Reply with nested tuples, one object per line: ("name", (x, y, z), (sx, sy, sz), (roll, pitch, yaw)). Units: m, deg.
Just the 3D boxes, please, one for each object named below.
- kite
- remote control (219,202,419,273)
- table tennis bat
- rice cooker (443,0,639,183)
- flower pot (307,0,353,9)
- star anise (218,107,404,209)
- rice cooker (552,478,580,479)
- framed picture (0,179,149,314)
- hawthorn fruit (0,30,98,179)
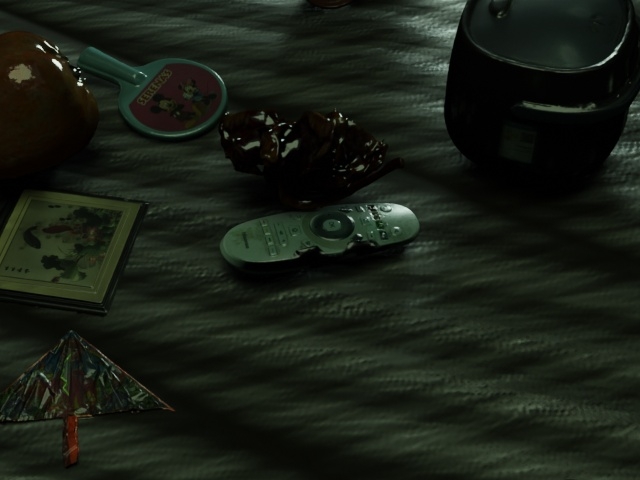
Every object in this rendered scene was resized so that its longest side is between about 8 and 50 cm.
("kite", (-0.285, 0.178, 1.306), (0.232, 0.009, 0.189), (-7, 50, -2))
("remote control", (0.001, -0.002, 1.420), (0.256, 0.045, 0.097), (-8, 43, -7))
("table tennis bat", (-0.248, -0.220, 1.626), (0.244, 0.040, 0.153), (26, 57, 17))
("rice cooker", (0.290, -0.208, 1.463), (0.267, 0.224, 0.267), (-2, 48, 2))
("flower pot", (0.012, -0.427, 1.750), (0.111, 0.111, 0.089), (-9, 35, -4))
("star anise", (-0.031, -0.107, 1.425), (0.220, 0.190, 0.126), (5, 73, 60))
("rice cooker", (0.193, 0.353, 0.973), (0.316, 0.264, 0.317), (16, 43, -16))
("framed picture", (-0.340, 0.006, 1.453), (0.195, 0.010, 0.199), (7, 51, 9))
("hawthorn fruit", (-0.428, -0.163, 1.500), (0.251, 0.199, 0.199), (-33, 55, -6))
